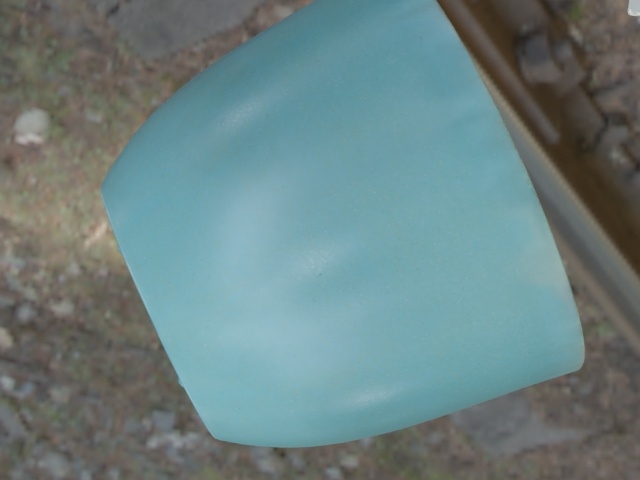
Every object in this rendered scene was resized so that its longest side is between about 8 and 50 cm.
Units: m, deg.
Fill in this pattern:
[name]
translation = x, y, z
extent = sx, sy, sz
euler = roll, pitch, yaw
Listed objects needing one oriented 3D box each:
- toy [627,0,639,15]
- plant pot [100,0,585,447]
[toy]
translation = 0.352, -0.242, 1.340
extent = 0.237, 0.137, 0.056
euler = 2, -172, -23
[plant pot]
translation = 0.000, 0.000, 1.060
extent = 0.235, 0.293, 0.293
euler = -25, 136, -3
